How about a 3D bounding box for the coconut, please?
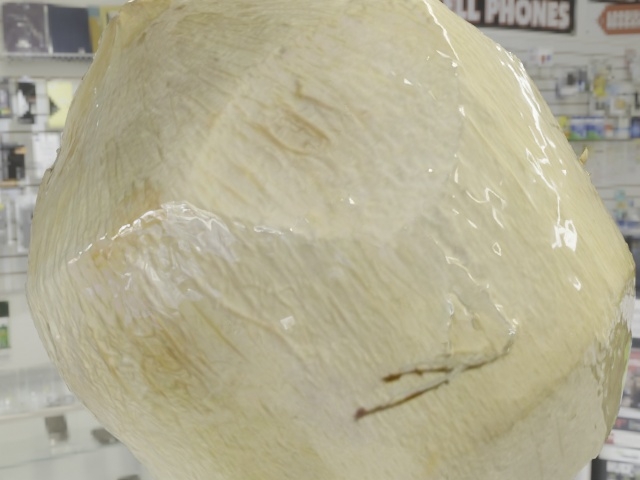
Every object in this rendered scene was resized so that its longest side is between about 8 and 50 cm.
[{"bbox_3d":[0.000,0.000,0.548,0.346,0.360,0.346,-33,6,4],"label":"coconut"}]
